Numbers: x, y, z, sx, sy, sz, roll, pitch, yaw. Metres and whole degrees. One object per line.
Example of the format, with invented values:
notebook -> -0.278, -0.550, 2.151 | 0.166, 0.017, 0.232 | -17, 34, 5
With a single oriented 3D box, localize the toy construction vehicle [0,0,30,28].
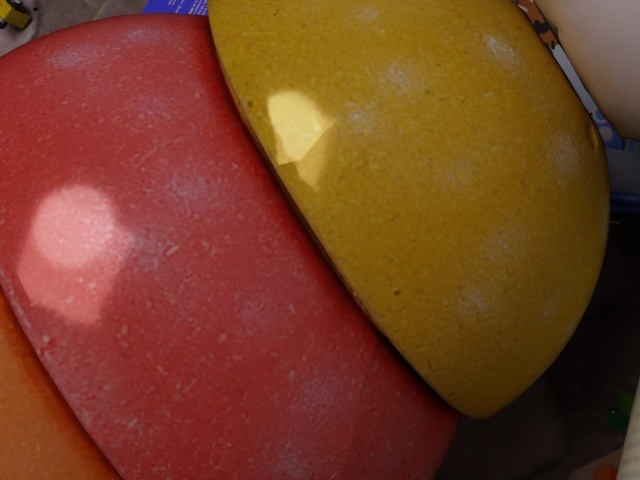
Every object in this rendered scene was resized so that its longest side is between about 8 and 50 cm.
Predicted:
toy construction vehicle -> -0.228, -0.212, 1.050 | 0.086, 0.035, 0.098 | -52, 50, 14

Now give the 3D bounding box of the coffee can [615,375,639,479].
coffee can -> 0.202, 0.146, 0.528 | 0.201, 0.201, 0.275 | 6, 72, 32

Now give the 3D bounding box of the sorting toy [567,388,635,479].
sorting toy -> 0.153, 0.116, 0.687 | 0.062, 0.012, 0.083 | -31, 57, 16

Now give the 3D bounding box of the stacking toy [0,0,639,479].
stacking toy -> 0.000, 0.000, 0.580 | 0.480, 0.350, 0.350 | -31, 56, 13

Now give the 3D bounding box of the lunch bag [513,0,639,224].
lunch bag -> 0.156, -0.150, 0.670 | 0.243, 0.115, 0.303 | 9, 109, 31

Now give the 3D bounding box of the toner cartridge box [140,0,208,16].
toner cartridge box -> -0.038, -0.105, 0.860 | 0.165, 0.075, 0.348 | 24, 82, 35
